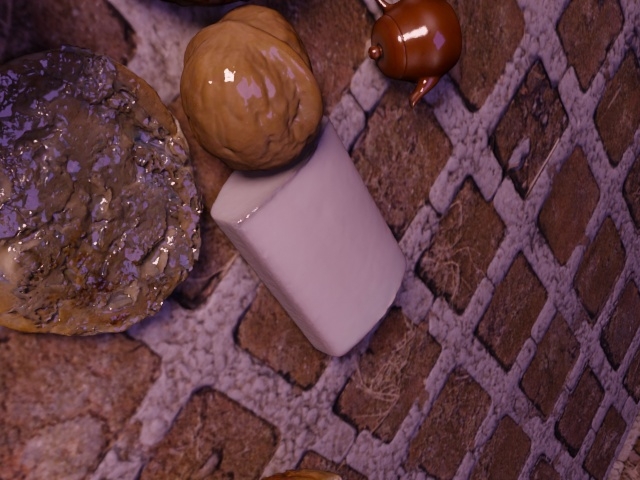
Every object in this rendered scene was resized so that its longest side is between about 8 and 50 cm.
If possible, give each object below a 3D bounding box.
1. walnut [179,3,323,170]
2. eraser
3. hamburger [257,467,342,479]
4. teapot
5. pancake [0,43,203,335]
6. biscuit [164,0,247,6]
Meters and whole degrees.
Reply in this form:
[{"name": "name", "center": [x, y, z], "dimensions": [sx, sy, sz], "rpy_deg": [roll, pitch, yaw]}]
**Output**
[{"name": "walnut", "center": [-0.068, -0.148, 0.713], "dimensions": [0.166, 0.149, 0.166], "rpy_deg": [11, 90, -71]}, {"name": "eraser", "center": [0.000, 0.000, 0.867], "dimensions": [0.174, 0.095, 0.270], "rpy_deg": [-51, 132, -19]}, {"name": "hamburger", "center": [-0.090, 0.379, 0.864], "dimensions": [0.282, 0.245, 0.155], "rpy_deg": [-13, 87, 2]}, {"name": "teapot", "center": [0.108, -0.253, 0.890], "dimensions": [0.116, 0.116, 0.173], "rpy_deg": [-18, 89, -40]}, {"name": "pancake", "center": [-0.224, -0.036, 0.664], "dimensions": [0.282, 0.049, 0.282], "rpy_deg": [-16, 114, -40]}, {"name": "biscuit", "center": [-0.105, -0.374, 0.629], "dimensions": [0.332, 0.103, 0.332], "rpy_deg": [-17, 115, -41]}]
